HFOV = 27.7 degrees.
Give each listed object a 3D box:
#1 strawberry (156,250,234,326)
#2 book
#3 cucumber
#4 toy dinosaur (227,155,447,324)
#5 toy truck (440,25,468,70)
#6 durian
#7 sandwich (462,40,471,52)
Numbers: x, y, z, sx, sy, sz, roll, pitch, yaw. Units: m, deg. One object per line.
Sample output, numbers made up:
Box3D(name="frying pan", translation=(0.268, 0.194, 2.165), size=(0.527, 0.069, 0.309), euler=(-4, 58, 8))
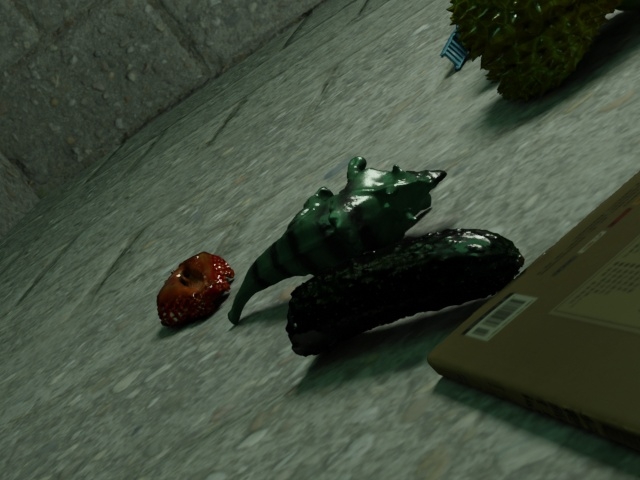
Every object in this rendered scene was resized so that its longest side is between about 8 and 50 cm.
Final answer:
Box3D(name="strawberry", translation=(-0.145, 0.053, 1.468), size=(0.104, 0.048, 0.152), euler=(-45, 12, -16))
Box3D(name="book", translation=(0.202, 0.026, 0.751), size=(0.217, 0.021, 0.310), euler=(-39, 14, -12))
Box3D(name="cucumber", translation=(0.056, 0.033, 0.981), size=(0.245, 0.067, 0.067), euler=(-26, 17, 48))
Box3D(name="toy dinosaur", translation=(0.009, -0.010, 1.234), size=(0.292, 0.079, 0.120), euler=(-26, 15, 49))
Box3D(name="toy truck", translation=(0.189, -0.261, 1.668), size=(0.090, 0.056, 0.073), euler=(-51, 10, -2))
Box3D(name="durian", translation=(0.235, -0.262, 1.323), size=(0.237, 0.176, 0.200), euler=(-45, -8, 14))
Box3D(name="sandwich", translation=(0.243, -0.316, 1.519), size=(0.235, 0.159, 0.079), euler=(-22, -3, -37))
